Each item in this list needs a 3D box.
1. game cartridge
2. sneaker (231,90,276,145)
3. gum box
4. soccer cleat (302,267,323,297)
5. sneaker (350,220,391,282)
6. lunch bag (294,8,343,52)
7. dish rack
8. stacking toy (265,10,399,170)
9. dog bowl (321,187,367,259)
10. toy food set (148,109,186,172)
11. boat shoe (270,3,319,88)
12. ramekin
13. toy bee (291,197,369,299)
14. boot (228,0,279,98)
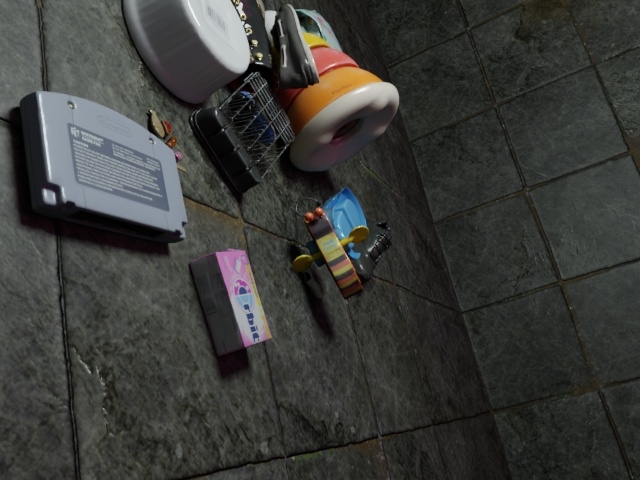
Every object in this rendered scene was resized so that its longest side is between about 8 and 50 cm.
[{"bbox_3d":[-0.328,-0.111,0.948,0.297,0.062,0.198,21,47,-62],"label":"game cartridge"},{"bbox_3d":[-0.167,-0.296,1.492,0.152,0.058,0.084,62,16,-7],"label":"sneaker"},{"bbox_3d":[-0.165,0.107,1.121,0.107,0.062,0.188,-2,72,-68],"label":"gum box"},{"bbox_3d":[-0.021,0.108,1.520,0.036,0.029,0.083,-18,84,-60],"label":"soccer cleat"},{"bbox_3d":[0.155,0.019,1.884,0.109,0.130,0.286,59,24,-29],"label":"sneaker"},{"bbox_3d":[-0.019,-0.643,2.037,0.223,0.160,0.262,-47,119,-66],"label":"lunch bag"},{"bbox_3d":[-0.161,-0.256,1.389,0.208,0.074,0.271,60,34,-25],"label":"dish rack"},{"bbox_3d":[-0.034,-0.470,1.726,0.479,0.351,0.351,58,19,14],"label":"stacking toy"},{"bbox_3d":[0.060,-0.043,1.787,0.165,0.074,0.297,62,22,-18],"label":"dog bowl"},{"bbox_3d":[-0.292,-0.183,1.149,0.078,0.019,0.122,28,38,-60],"label":"toy food set"},{"bbox_3d":[-0.087,-0.495,1.533,0.112,0.096,0.335,75,-2,-48],"label":"boat shoe"},{"bbox_3d":[-0.268,-0.443,1.282,0.277,0.135,0.277,49,29,-41],"label":"ramekin"},{"bbox_3d":[0.000,0.000,1.486,0.298,0.195,0.162,39,-11,20],"label":"toy bee"},{"bbox_3d":[-0.219,-0.539,1.487,0.377,0.138,0.284,42,32,-68],"label":"boot"}]
